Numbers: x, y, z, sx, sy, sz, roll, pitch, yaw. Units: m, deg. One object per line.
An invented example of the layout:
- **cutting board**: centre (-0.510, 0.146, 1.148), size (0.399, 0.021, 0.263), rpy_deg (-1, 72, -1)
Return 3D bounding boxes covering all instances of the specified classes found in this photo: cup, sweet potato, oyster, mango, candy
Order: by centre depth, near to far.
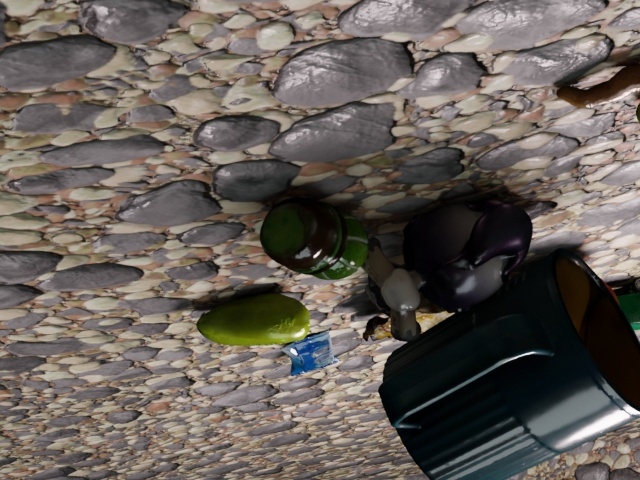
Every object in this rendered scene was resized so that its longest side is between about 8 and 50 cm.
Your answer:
- **sweet potato**: centre (0.337, -0.168, 1.341), size (0.179, 0.044, 0.044), rpy_deg (-15, 160, 7)
- **cup**: centre (0.249, 0.194, 1.691), size (0.292, 0.242, 0.308), rpy_deg (-32, -174, 26)
- **mango**: centre (-0.096, 0.114, 1.850), size (0.165, 0.074, 0.091), rpy_deg (1, 167, 4)
- **oyster**: centre (0.180, 0.095, 1.916), size (0.221, 0.096, 0.361), rpy_deg (-4, 160, -5)
- **candy**: centre (-0.018, 0.192, 2.165), size (0.088, 0.038, 0.136), rpy_deg (-15, 151, 1)

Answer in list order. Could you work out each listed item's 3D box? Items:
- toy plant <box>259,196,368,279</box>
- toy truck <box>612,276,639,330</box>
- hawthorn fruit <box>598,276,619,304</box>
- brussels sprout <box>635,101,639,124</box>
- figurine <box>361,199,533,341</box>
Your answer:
- **toy plant**: centre (0.000, 0.000, 1.552), size (0.093, 0.092, 0.162), rpy_deg (-21, 161, 27)
- **toy truck**: centre (0.501, 0.112, 2.159), size (0.147, 0.079, 0.065), rpy_deg (-6, 161, -7)
- **hawthorn fruit**: centre (0.374, 0.110, 1.964), size (0.173, 0.172, 0.173), rpy_deg (-10, 161, -3)
- **brussels sprout**: centre (0.386, -0.142, 1.441), size (0.083, 0.046, 0.051), rpy_deg (13, 155, -30)
- **figurine**: centre (0.166, 0.019, 1.638), size (0.222, 0.145, 0.145), rpy_deg (-30, 163, -10)
